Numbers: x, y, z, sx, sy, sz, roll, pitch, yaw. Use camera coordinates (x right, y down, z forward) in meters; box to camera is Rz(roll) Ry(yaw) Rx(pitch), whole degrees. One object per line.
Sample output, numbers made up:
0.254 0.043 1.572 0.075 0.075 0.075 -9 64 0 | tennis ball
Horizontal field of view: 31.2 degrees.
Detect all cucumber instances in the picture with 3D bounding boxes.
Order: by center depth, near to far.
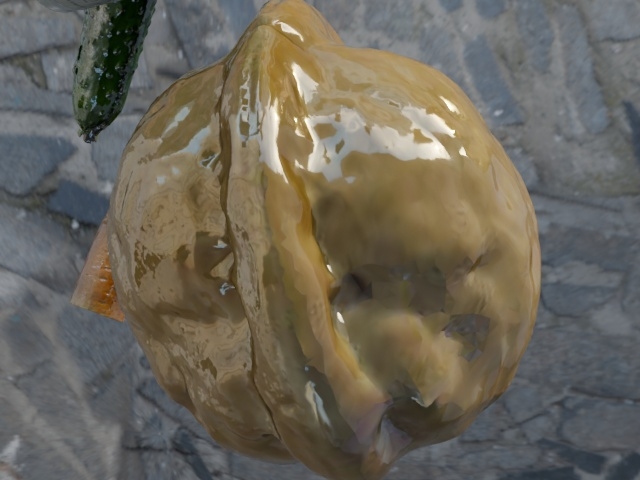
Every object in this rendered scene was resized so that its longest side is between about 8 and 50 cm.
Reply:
-0.197 -0.195 1.088 0.069 0.069 0.227 18 116 -5 | cucumber

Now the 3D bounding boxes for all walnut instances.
-0.003 0.012 0.968 0.383 0.383 0.384 1 80 -8 | walnut

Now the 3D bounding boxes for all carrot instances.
-0.199 -0.021 1.204 0.061 0.061 0.210 21 88 -4 | carrot

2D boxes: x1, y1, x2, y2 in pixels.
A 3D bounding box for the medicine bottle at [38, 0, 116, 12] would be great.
-0.119 -0.164 0.644 0.091 0.058 0.058 -4 78 35 | medicine bottle
